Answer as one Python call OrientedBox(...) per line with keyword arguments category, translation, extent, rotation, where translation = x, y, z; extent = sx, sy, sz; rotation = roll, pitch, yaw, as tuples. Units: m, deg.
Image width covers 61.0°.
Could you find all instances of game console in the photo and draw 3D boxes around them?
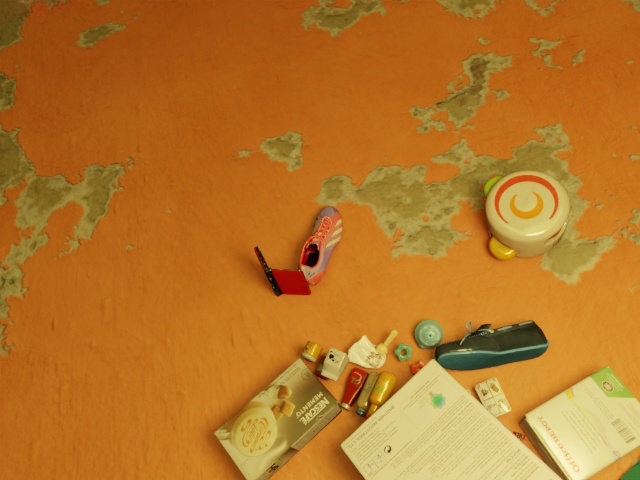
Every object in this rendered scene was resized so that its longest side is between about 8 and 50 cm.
OrientedBox(category="game console", translation=(-0.094, 0.077, 1.364), extent=(0.085, 0.144, 0.124), rotation=(-25, 60, -6))

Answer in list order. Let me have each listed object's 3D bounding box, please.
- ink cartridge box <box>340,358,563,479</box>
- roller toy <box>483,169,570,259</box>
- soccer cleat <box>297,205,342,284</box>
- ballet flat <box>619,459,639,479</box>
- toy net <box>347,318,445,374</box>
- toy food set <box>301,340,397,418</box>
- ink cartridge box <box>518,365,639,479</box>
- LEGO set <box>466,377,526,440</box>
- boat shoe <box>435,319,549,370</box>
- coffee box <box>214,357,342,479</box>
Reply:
OrientedBox(category="ink cartridge box", translation=(0.262, 0.462, 1.016), extent=(0.270, 0.151, 0.395), rotation=(-41, 44, -7))
OrientedBox(category="roller toy", translation=(0.507, -0.059, 1.340), extent=(0.191, 0.146, 0.210), rotation=(-5, 66, 17))
OrientedBox(category="soccer cleat", translation=(0.000, 0.000, 1.414), extent=(0.083, 0.095, 0.248), rotation=(11, 58, 15))
OrientedBox(category="ballet flat", translation=(0.673, 0.450, 1.066), extent=(0.241, 0.091, 0.077), rotation=(-43, 85, -11))
OrientedBox(category="toy net", translation=(0.181, 0.265, 1.276), extent=(0.232, 0.045, 0.122), rotation=(-13, 87, 5))
OrientedBox(category="toy food set", translation=(0.052, 0.321, 1.221), extent=(0.232, 0.111, 0.105), rotation=(18, 67, 26))
OrientedBox(category="ink cartridge box", translation=(0.545, 0.384, 1.115), extent=(0.212, 0.093, 0.154), rotation=(-27, 59, -8))
OrientedBox(category="LEGO set", translation=(0.348, 0.443, 1.155), extent=(0.182, 0.060, 0.244), rotation=(-26, 58, 8))
OrientedBox(category="boat shoe", translation=(0.379, 0.236, 1.235), extent=(0.258, 0.109, 0.089), rotation=(-3, 52, -11))
OrientedBox(category="coffee box", translation=(-0.089, 0.402, 1.205), extent=(0.246, 0.098, 0.141), rotation=(-39, 62, -12))
